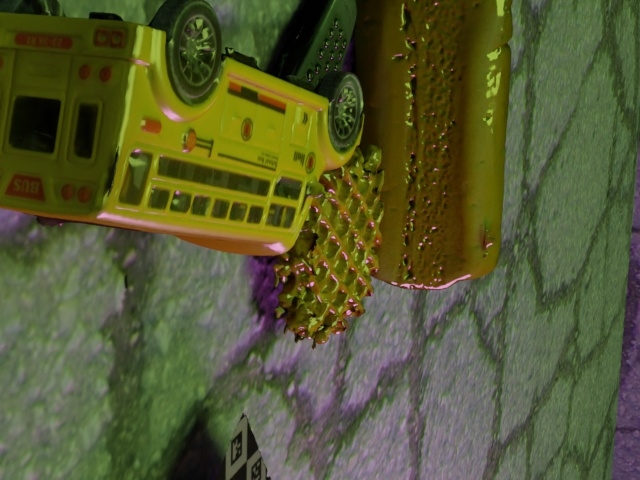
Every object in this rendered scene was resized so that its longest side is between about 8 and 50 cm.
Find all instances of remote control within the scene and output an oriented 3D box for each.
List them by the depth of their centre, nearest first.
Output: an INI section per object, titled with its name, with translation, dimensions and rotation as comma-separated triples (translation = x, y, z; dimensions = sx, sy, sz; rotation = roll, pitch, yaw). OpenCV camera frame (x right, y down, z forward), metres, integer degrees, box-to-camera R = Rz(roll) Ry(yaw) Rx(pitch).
[remote control]
translation = -0.016, -0.151, 1.045
dimensions = 0.222, 0.042, 0.072
rotation = -68, 152, -26

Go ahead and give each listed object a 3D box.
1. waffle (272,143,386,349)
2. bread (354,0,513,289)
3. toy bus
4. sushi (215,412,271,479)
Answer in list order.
[waffle]
translation = 0.000, 0.000, 1.103
dimensions = 0.197, 0.070, 0.193
rotation = -41, 134, -52
[bread]
translation = 0.120, -0.129, 1.223
dimensions = 0.112, 0.166, 0.383
rotation = -88, 177, -67
[toy bus]
translation = -0.092, -0.071, 0.779
dimensions = 0.330, 0.144, 0.152
rotation = 8, 90, -65
[sushi]
translation = -0.101, 0.299, 1.000
dimensions = 0.231, 0.047, 0.219
rotation = 77, 27, -48
